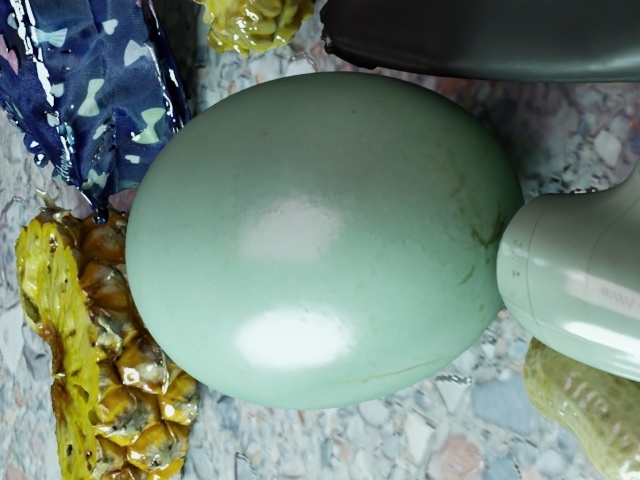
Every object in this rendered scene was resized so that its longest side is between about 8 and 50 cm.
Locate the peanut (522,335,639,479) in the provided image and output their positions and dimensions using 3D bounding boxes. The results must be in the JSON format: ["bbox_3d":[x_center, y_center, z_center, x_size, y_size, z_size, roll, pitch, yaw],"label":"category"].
[{"bbox_3d":[0.133,0.079,0.672,0.113,0.054,0.054,44,123,43],"label":"peanut"}]

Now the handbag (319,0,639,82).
[{"bbox_3d":[0.112,-0.178,0.646,0.247,0.080,0.223,9,89,49],"label":"handbag"}]

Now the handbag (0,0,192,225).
[{"bbox_3d":[-0.165,-0.143,0.909,0.162,0.113,0.260,35,151,45],"label":"handbag"}]

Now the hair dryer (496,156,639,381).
[{"bbox_3d":[0.195,-0.039,0.600,0.206,0.075,0.237,22,99,36],"label":"hair dryer"}]

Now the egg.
[{"bbox_3d":[0.000,0.000,0.732,0.231,0.168,0.168,-12,82,45],"label":"egg"}]

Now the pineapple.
[{"bbox_3d":[-0.138,0.064,0.959,0.135,0.079,0.233,-36,65,43],"label":"pineapple"}]

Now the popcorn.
[{"bbox_3d":[-0.042,-0.147,0.860,0.082,0.057,0.083,44,120,31],"label":"popcorn"}]
